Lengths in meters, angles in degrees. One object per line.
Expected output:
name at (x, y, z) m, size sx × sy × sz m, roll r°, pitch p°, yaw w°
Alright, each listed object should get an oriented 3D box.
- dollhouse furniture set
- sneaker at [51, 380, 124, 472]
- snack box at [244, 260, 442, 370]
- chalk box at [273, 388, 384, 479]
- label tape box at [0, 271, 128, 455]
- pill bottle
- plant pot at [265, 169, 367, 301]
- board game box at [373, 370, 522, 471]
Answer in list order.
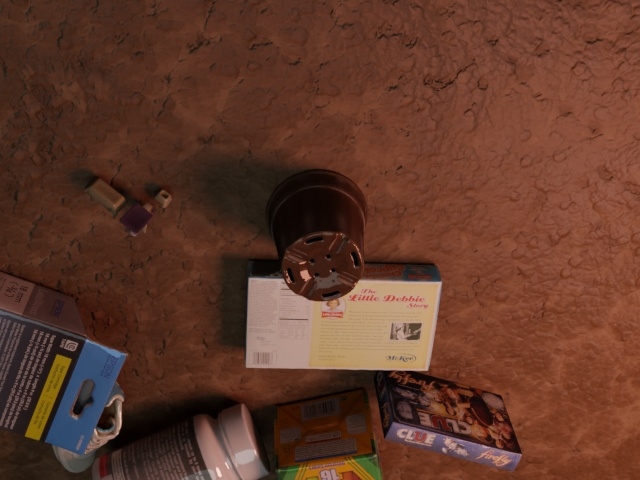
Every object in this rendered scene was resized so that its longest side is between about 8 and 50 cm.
dollhouse furniture set at (-0.310, -0.062, 1.526) m, size 0.114 × 0.091 × 0.081 m, roll 38°, pitch 155°, yaw 1°
sneaker at (-0.406, 0.330, 1.684) m, size 0.087 × 0.092 × 0.228 m, roll -13°, pitch 132°, yaw -44°
snack box at (0.034, 0.129, 1.630) m, size 0.322 × 0.060 × 0.187 m, roll 2°, pitch 120°, yaw -5°
chalk box at (0.029, 0.447, 1.745) m, size 0.180 × 0.179 × 0.288 m, roll -11°, pitch 120°, yaw 3°
label tape box at (-0.510, 0.194, 1.600) m, size 0.334 × 0.106 × 0.240 m, roll 21°, pitch 116°, yaw -13°
pill bottle at (-0.243, 0.407, 1.703) m, size 0.283 × 0.161 × 0.161 m, roll -23°, pitch 119°, yaw 0°
plant pot at (0.000, 0.000, 1.493) m, size 0.167 × 0.165 × 0.167 m, roll -2°, pitch 120°, yaw -4°
board game box at (0.221, 0.309, 1.687) m, size 0.243 × 0.165 × 0.042 m, roll 16°, pitch 118°, yaw -14°
